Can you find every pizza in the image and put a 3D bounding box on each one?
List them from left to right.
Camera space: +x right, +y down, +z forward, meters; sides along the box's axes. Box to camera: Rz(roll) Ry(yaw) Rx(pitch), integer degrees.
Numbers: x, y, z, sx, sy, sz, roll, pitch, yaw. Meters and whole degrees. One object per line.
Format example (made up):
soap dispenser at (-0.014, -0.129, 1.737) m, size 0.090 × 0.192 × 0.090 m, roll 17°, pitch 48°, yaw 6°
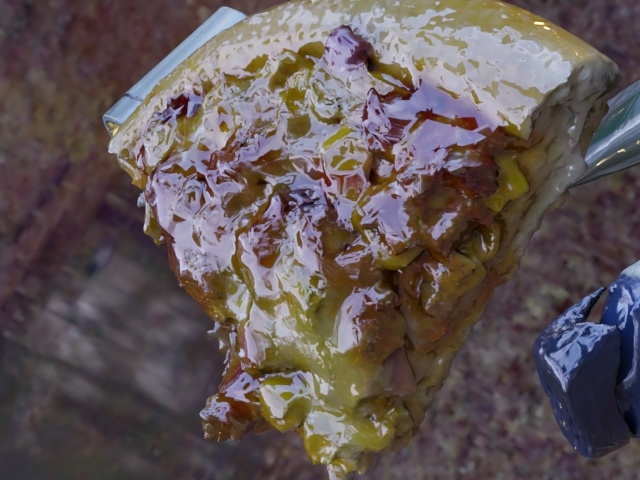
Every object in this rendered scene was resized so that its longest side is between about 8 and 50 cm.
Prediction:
pizza at (0.000, 0.000, 0.733) m, size 0.289 × 0.081 × 0.229 m, roll -3°, pitch 90°, yaw 39°

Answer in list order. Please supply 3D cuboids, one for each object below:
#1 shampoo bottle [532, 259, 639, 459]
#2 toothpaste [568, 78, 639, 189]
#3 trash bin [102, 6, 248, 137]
shampoo bottle at (0.323, 0.028, 1.140) m, size 0.359 × 0.134 × 0.078 m, roll -24°, pitch 29°, yaw -4°
toothpaste at (0.160, -0.062, 0.713) m, size 0.064 × 0.041 × 0.218 m, roll -56°, pitch 10°, yaw -18°
trash bin at (-0.088, -0.094, 1.238) m, size 0.059 × 0.116 × 0.130 m, roll 27°, pitch 66°, yaw 40°
